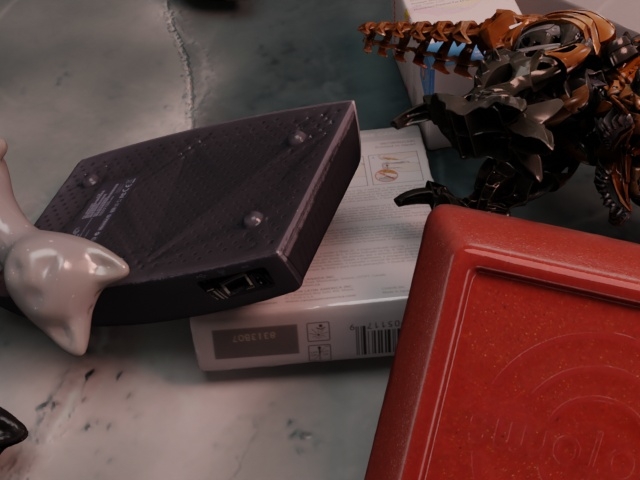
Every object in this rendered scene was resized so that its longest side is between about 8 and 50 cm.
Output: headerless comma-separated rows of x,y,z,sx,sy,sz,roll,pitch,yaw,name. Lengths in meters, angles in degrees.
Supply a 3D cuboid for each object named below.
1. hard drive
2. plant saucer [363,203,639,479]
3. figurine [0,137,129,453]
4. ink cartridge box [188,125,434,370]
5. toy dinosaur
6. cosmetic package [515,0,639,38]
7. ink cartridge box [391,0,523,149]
-0.098,-0.013,0.858,0.254,0.054,0.172,-9,38,32,hard drive
0.156,0.124,0.707,0.258,0.048,0.259,13,85,14,plant saucer
-0.242,0.040,0.814,0.209,0.092,0.215,39,103,23,figurine
0.000,0.000,0.921,0.189,0.066,0.232,-5,30,-1,ink cartridge box
0.166,-0.084,0.848,0.322,0.164,0.218,8,43,46,toy dinosaur
0.282,-0.165,1.001,0.238,0.107,0.127,31,58,30,cosmetic package
0.113,-0.162,1.012,0.089,0.092,0.143,-10,50,-5,ink cartridge box
